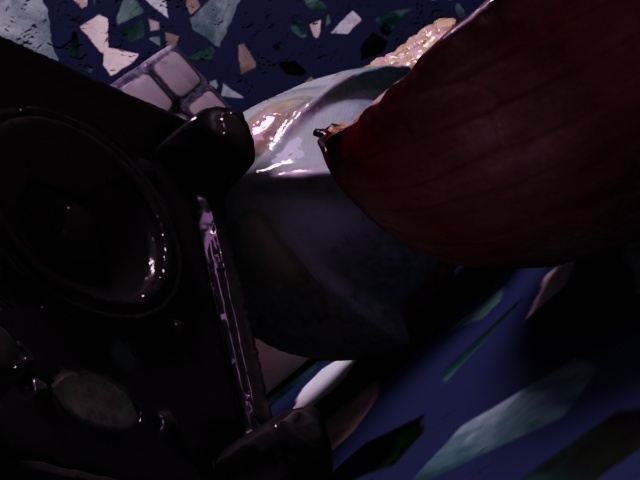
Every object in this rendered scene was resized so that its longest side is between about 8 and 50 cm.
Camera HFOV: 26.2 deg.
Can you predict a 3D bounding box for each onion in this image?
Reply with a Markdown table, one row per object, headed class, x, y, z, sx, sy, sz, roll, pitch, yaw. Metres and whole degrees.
| class | x | y | z | sx | sy | sz | roll | pitch | yaw |
| --- | --- | --- | --- | --- | --- | --- | --- | --- | --- |
| onion | 0.134 | -0.088 | 0.494 | 0.283 | 0.120 | 0.227 | -43 | 2 | 22 |

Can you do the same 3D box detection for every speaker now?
| class | x | y | z | sx | sy | sz | roll | pitch | yaw |
| --- | --- | --- | --- | --- | --- | --- | --- | --- | --- |
| speaker | -0.156 | 0.056 | 0.608 | 0.254 | 0.184 | 0.232 | -39 | 49 | 29 |

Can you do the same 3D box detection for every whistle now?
| class | x | y | z | sx | sy | sz | roll | pitch | yaw |
| --- | --- | --- | --- | --- | --- | --- | --- | --- | --- |
| whistle | -0.051 | -0.004 | 0.738 | 0.346 | 0.142 | 0.134 | -9 | 4 | 32 |

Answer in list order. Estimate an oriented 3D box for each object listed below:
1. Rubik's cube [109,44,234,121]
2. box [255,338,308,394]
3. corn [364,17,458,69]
| class | x | y | z | sx | sy | sz | roll | pitch | yaw |
| --- | --- | --- | --- | --- | --- | --- | --- | --- | --- |
| Rubik's cube | -0.162 | 0.024 | 1.139 | 0.237 | 0.237 | 0.238 | -38 | 7 | 47 |
| box | 0.000 | 0.000 | 0.926 | 0.168 | 0.095 | 0.212 | -42 | 4 | 23 |
| corn | 0.028 | -0.088 | 1.310 | 0.335 | 0.126 | 0.126 | -38 | 6 | 23 |
